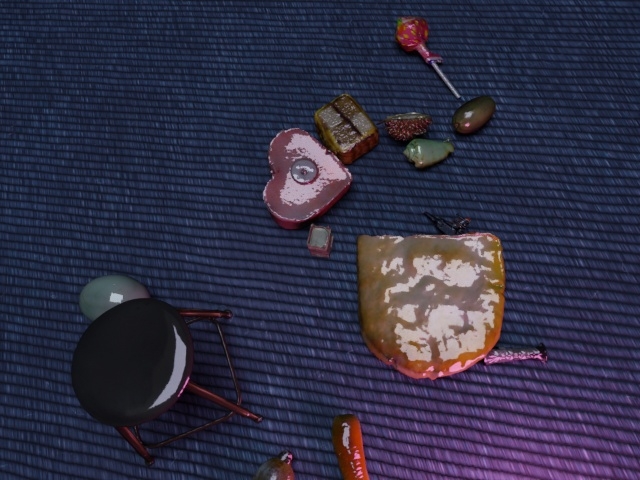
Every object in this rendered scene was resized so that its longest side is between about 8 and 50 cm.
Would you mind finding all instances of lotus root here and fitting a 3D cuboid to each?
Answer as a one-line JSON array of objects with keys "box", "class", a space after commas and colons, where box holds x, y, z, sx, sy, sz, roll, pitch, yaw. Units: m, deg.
[{"box": [-0.130, 0.653, 1.520, 0.113, 0.088, 0.192, 23, 72, 25], "class": "lotus root"}]

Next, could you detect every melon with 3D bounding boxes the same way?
[{"box": [0.505, -0.414, 1.863, 0.162, 0.099, 0.099, -34, 66, -12], "class": "melon"}]

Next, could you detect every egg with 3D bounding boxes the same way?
[{"box": [-0.637, 0.188, 1.757, 0.230, 0.168, 0.168, 5, 68, 16], "class": "egg"}]

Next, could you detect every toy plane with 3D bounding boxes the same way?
[{"box": [0.384, -0.040, 1.743, 0.189, 0.061, 0.130, 38, 108, 25], "class": "toy plane"}]

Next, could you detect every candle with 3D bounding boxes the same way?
[{"box": [-0.040, -0.199, 1.852, 0.287, 0.131, 0.317, -2, 76, 1], "class": "candle"}]

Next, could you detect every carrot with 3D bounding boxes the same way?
[{"box": [0.077, 0.567, 1.524, 0.087, 0.087, 0.193, -10, 68, 5], "class": "carrot"}]

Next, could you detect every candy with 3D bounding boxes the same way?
[{"box": [0.383, -0.639, 1.990, 0.124, 0.124, 0.365, -31, 74, -4], "class": "candy"}]

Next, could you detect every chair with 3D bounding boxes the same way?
[{"box": [-0.422, 0.354, 1.518, 0.364, 0.410, 0.362, -22, 65, 0], "class": "chair"}]

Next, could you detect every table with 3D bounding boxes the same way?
[{"box": [0.000, 0.000, 1.777, 0.062, 0.083, 0.079, 7, 67, 13], "class": "table"}]

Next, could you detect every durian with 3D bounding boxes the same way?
[{"box": [0.277, -0.373, 1.879, 0.188, 0.091, 0.148, 4, 24, 7], "class": "durian"}]

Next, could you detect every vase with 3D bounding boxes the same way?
[{"box": [0.533, 0.314, 1.569, 0.167, 0.059, 0.059, -3, 67, 8], "class": "vase"}]

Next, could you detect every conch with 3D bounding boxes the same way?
[{"box": [0.355, -0.284, 1.850, 0.170, 0.079, 0.106, -6, 81, 0], "class": "conch"}]

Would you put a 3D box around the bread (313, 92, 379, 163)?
[{"box": [0.082, -0.380, 1.923, 0.181, 0.096, 0.222, -30, 65, -7], "class": "bread"}]

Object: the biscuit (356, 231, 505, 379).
[{"box": [0.317, 0.172, 1.632, 0.429, 0.104, 0.446, -6, 66, 15], "class": "biscuit"}]
